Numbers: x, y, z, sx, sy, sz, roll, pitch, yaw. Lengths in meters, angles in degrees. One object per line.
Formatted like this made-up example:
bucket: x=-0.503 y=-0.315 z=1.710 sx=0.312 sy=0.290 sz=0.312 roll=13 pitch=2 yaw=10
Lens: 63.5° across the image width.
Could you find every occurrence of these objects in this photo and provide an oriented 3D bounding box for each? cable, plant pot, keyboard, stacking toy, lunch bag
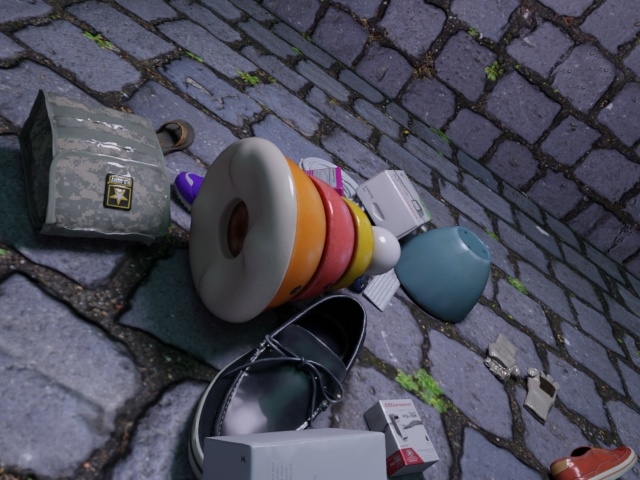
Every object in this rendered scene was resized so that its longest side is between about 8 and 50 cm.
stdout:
cable: x=0.027 y=-0.144 z=1.578 sx=0.257 sy=0.089 sz=0.257 roll=38 pitch=30 yaw=0
plant pot: x=0.392 y=0.070 z=1.551 sx=0.290 sy=0.195 sz=0.290 roll=29 pitch=32 yaw=-20
keyboard: x=0.187 y=0.118 z=1.467 sx=0.072 sy=0.014 sz=0.256 roll=41 pitch=31 yaw=5
stacking toy: x=0.000 y=0.000 z=1.092 sx=0.480 sy=0.350 sz=0.350 roll=8 pitch=42 yaw=-37
lunch bag: x=-0.433 y=-0.125 z=1.012 sx=0.235 sy=0.169 sz=0.286 roll=6 pitch=51 yaw=-46

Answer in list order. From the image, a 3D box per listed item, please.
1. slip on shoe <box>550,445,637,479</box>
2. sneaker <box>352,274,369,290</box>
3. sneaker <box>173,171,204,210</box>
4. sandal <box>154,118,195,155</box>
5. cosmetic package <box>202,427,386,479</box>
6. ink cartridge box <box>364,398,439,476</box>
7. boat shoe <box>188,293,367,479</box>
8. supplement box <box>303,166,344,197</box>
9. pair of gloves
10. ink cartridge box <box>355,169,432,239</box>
slip on shoe: x=0.693 y=0.564 z=1.305 sx=0.332 sy=0.123 sz=0.101 roll=2 pitch=42 yaw=-38
sneaker: x=0.056 y=0.038 z=1.379 sx=0.083 sy=0.087 sz=0.221 roll=-20 pitch=80 yaw=-58
sneaker: x=-0.200 y=-0.093 z=1.219 sx=0.293 sy=0.146 sz=0.102 roll=38 pitch=31 yaw=-1
sandal: x=-0.394 y=-0.278 z=1.349 sx=0.090 sy=0.060 sz=0.219 roll=39 pitch=31 yaw=2
cosmetic package: x=-0.034 y=0.379 z=0.696 sx=0.225 sy=0.138 sz=0.223 roll=12 pitch=70 yaw=-38
ink cartridge box: x=0.161 y=0.391 z=1.037 sx=0.099 sy=0.056 sz=0.135 roll=10 pitch=41 yaw=-37
boat shoe: x=-0.051 y=0.239 z=0.931 sx=0.187 sy=0.156 sz=0.500 roll=44 pitch=33 yaw=6
supplement box: x=-0.049 y=-0.103 z=1.316 sx=0.220 sy=0.111 sz=0.113 roll=-5 pitch=37 yaw=4
pair of gloves: x=0.582 y=0.383 z=1.494 sx=0.240 sy=0.042 sz=0.204 roll=47 pitch=32 yaw=16
ink cartridge box: x=0.239 y=-0.112 z=1.634 sx=0.198 sy=0.115 sz=0.273 roll=59 pitch=21 yaw=4
